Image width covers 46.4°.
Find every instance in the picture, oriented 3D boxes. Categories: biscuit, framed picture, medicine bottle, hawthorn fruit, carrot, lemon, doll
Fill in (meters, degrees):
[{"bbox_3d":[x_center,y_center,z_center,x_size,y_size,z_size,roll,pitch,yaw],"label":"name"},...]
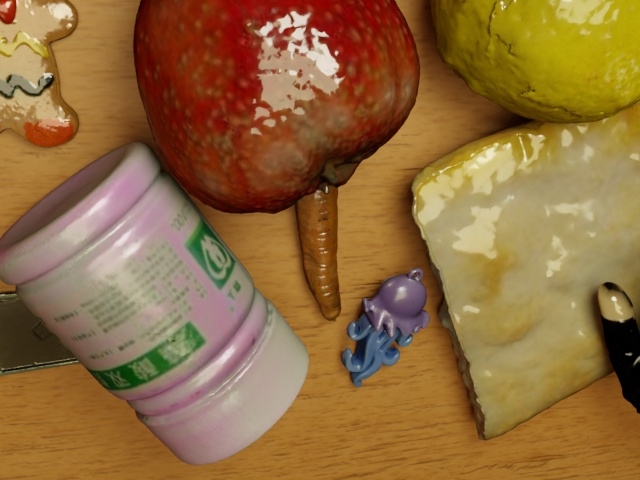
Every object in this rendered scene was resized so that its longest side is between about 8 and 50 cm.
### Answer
[{"bbox_3d":[0.334,0.015,1.007,0.446,0.104,0.429,-29,114,1],"label":"biscuit"},{"bbox_3d":[-0.337,0.109,0.932,0.149,0.011,0.109,-7,111,-11],"label":"framed picture"},{"bbox_3d":[-0.184,0.074,0.848,0.212,0.212,0.325,-35,114,1],"label":"medicine bottle"},{"bbox_3d":[-0.070,-0.206,0.752,0.285,0.285,0.369,-31,103,-1],"label":"hawthorn fruit"},{"bbox_3d":[0.000,0.000,0.950,0.059,0.059,0.248,-9,114,-10],"label":"carrot"},{"bbox_3d":[0.262,-0.255,0.815,0.260,0.260,0.284,-45,110,5],"label":"lemon"},{"bbox_3d":[0.085,0.119,1.008,0.110,0.067,0.206,12,118,-31],"label":"doll"},{"bbox_3d":[-0.345,-0.223,0.798,0.165,0.036,0.250,-1,109,-14],"label":"biscuit"}]

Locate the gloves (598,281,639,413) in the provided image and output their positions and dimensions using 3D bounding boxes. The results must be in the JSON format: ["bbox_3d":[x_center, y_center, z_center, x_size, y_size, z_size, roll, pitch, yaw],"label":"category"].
[{"bbox_3d":[0.449,0.132,0.939,0.152,0.197,0.301,-61,144,-19],"label":"gloves"}]
